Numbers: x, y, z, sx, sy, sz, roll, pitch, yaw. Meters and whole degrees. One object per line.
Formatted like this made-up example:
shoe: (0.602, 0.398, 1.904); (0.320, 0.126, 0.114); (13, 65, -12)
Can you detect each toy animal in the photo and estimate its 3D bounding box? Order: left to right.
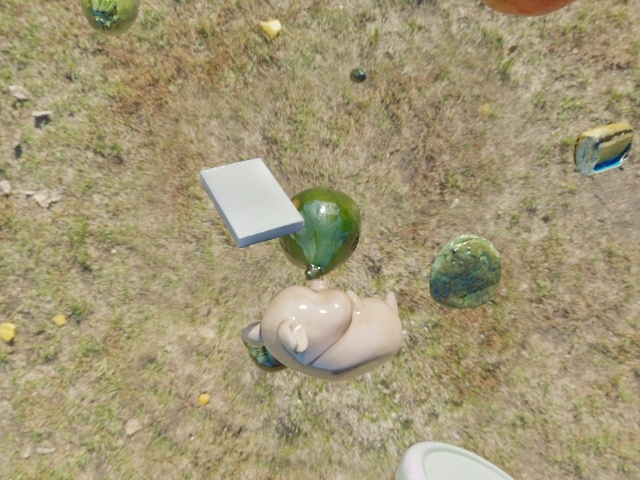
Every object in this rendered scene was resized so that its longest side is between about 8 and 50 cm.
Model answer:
toy animal: (0.017, 0.149, 0.851); (0.250, 0.166, 0.154); (12, 59, -28)

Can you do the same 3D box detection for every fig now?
fig: (0.000, 0.000, 1.133); (0.195, 0.195, 0.245); (-6, 47, -1)

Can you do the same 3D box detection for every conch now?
conch: (-0.110, 0.251, 1.371); (0.181, 0.124, 0.187); (13, 87, -16)

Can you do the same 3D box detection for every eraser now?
eraser: (-0.102, -0.060, 0.772); (0.104, 0.023, 0.150); (-17, 54, -25)

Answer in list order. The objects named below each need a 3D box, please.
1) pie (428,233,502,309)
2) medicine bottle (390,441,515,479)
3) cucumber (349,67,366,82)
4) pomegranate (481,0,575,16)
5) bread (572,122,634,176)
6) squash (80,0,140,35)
pie: (0.494, 0.115, 1.771); (0.277, 0.078, 0.277); (-6, 115, -13)
medicine bottle: (0.200, 0.487, 0.816); (0.252, 0.252, 0.241); (22, 99, -1)
cucumber: (0.129, -0.542, 1.733); (0.048, 0.105, 0.048); (-3, 111, -8)
pomegranate: (0.295, -0.442, 0.750); (0.256, 0.221, 0.221); (23, 90, 23)
bread: (0.429, -0.141, 0.797); (0.106, 0.053, 0.072); (-17, 125, -31)
squash: (-0.335, -0.387, 0.838); (0.094, 0.341, 0.094); (-10, 134, -11)
